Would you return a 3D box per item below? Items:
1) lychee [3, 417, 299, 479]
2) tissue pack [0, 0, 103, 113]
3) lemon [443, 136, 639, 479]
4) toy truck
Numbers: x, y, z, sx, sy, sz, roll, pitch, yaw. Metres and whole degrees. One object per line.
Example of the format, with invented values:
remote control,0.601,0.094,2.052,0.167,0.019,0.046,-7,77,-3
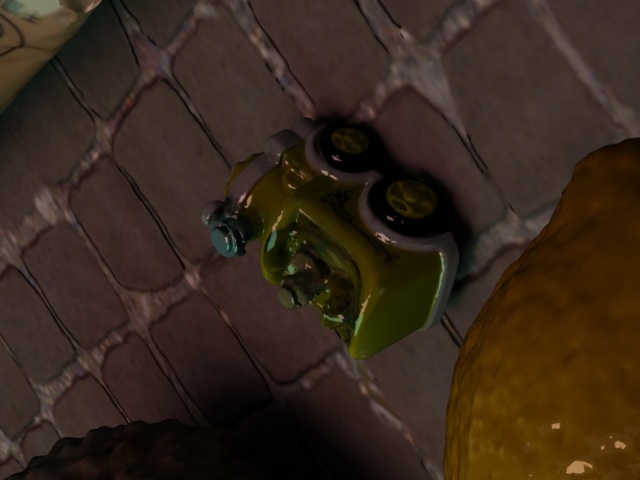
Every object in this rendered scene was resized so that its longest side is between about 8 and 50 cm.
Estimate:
lychee,-0.080,0.222,1.015,0.255,0.255,0.274,29,168,37
tissue pack,-0.281,-0.198,0.982,0.375,0.195,0.390,44,147,-5
lemon,0.145,0.088,0.631,0.260,0.204,0.204,60,147,-2
toy truck,0.000,0.000,0.859,0.111,0.077,0.076,40,142,26
